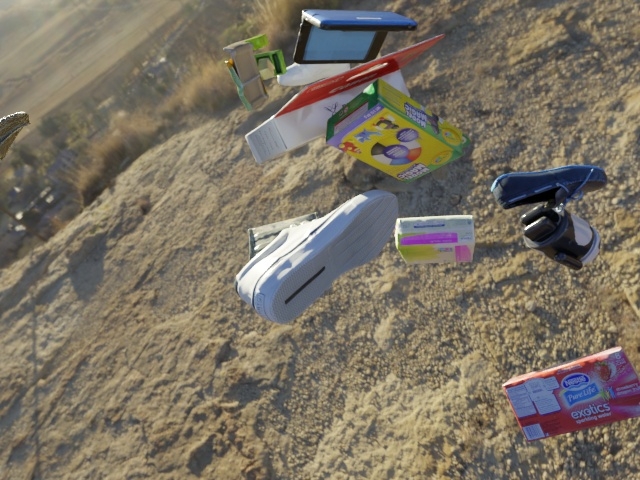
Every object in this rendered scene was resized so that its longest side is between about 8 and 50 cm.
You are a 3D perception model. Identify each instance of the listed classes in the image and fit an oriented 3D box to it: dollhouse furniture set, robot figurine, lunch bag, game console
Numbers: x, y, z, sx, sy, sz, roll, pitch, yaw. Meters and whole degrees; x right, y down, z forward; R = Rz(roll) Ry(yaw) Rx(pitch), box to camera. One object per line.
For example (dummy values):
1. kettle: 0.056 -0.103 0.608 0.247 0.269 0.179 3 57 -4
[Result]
1. dollhouse furniture set: -0.100 -0.226 0.578 0.058 0.076 0.152 -4 31 21
2. robot figurine: 0.824 -0.018 1.482 0.209 0.278 0.173 -65 17 -2
3. lunch bag: -0.091 0.073 1.312 0.235 0.169 0.287 -14 42 2
4. game console: 0.093 -0.578 1.273 0.292 0.174 0.250 -10 38 -18

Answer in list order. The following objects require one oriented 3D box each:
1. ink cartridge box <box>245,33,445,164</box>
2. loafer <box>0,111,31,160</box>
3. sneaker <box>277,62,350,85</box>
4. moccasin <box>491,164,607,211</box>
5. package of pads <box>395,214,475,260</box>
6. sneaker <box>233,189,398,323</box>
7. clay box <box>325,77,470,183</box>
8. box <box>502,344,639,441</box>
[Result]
1. ink cartridge box: 0.044 -0.238 0.759 0.296 0.066 0.261 -30 12 -26
2. loafer: -0.530 -0.154 0.699 0.056 0.050 0.148 8 50 42
3. sneaker: -0.029 -0.684 1.590 0.292 0.169 0.108 -21 51 -14
4. moccasin: 0.716 -0.146 1.352 0.341 0.138 0.117 -8 61 8
5. package of pads: 0.358 0.006 1.353 0.229 0.296 0.101 -3 76 18
6. sneaker: 0.000 0.000 0.553 0.091 0.094 0.258 23 43 39
7. clay box: 0.134 -0.165 0.714 0.127 0.222 0.053 -25 53 50
8. box: 0.556 0.334 0.945 0.256 0.122 0.128 -30 68 27
